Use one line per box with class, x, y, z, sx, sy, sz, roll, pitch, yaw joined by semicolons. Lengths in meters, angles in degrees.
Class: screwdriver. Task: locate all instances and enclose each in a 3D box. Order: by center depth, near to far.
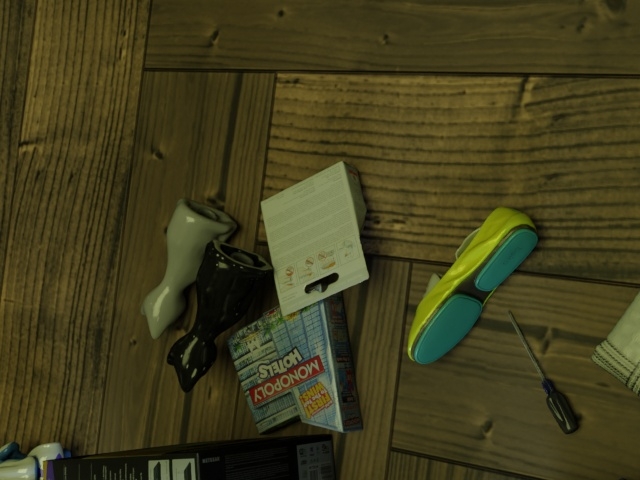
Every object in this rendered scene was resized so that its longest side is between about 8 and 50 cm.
screwdriver;0.270;0.159;1.332;0.024;0.025;0.170;-36;60;24

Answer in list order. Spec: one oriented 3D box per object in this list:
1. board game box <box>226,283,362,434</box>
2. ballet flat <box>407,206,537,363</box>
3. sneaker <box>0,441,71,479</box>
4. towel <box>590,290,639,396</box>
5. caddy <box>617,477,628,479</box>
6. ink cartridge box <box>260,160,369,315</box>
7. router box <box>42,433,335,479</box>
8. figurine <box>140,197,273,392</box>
board game box;-0.029;0.187;1.477;0.194;0.060;0.194;-29;71;25
ballet flat;0.181;0.052;1.367;0.231;0.077;0.077;-52;42;14
sneaker;-0.406;0.431;1.635;0.323;0.130;0.236;17;99;36
towel;0.504;0.091;1.148;0.312;0.056;0.324;40;96;27
caddy;0.326;0.417;1.145;0.179;0.241;0.341;-42;66;16
ink cartridge box;0.000;0.000;1.467;0.145;0.045;0.179;-26;63;26
router box;-0.160;0.304;1.399;0.243;0.309;0.081;-9;80;29
figurine;-0.181;0.075;1.537;0.209;0.092;0.215;-63;37;16
